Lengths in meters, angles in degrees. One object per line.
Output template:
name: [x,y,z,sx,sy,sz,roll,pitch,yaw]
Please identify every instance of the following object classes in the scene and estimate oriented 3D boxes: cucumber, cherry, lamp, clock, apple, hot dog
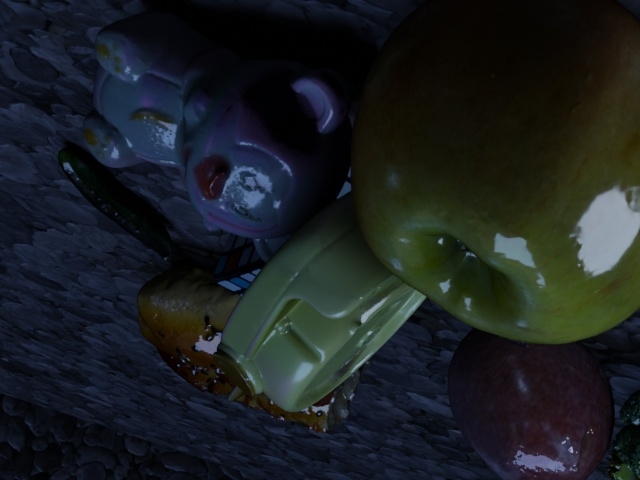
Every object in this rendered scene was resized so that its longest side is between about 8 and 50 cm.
cucumber: [-0.311,-0.057,2.234,0.056,0.056,0.284,4,151,37]
cherry: [0.309,0.242,2.114,0.261,0.307,0.221,35,111,-29]
lamp: [-0.094,-0.130,1.650,0.301,0.247,0.247,30,122,23]
clock: [0.019,0.070,1.636,0.117,0.286,0.348,46,135,12]
apple: [0.185,-0.067,1.387,0.339,0.305,0.338,19,160,7]
hot dog: [-0.127,0.168,2.434,0.366,0.196,0.367,18,157,17]

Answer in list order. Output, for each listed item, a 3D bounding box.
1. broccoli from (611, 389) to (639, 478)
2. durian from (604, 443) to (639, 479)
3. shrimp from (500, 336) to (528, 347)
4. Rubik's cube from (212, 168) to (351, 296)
broccoli: [0.536,0.314,2.064,0.270,0.270,0.270,3,-178,0]
durian: [0.580,0.377,2.308,0.355,0.169,0.157,35,157,-36]
shrimp: [0.281,0.073,1.932,0.219,0.046,0.152,3,119,30]
Rubik's cube: [0.000,0.000,1.895,0.182,0.184,0.187,29,159,-20]
